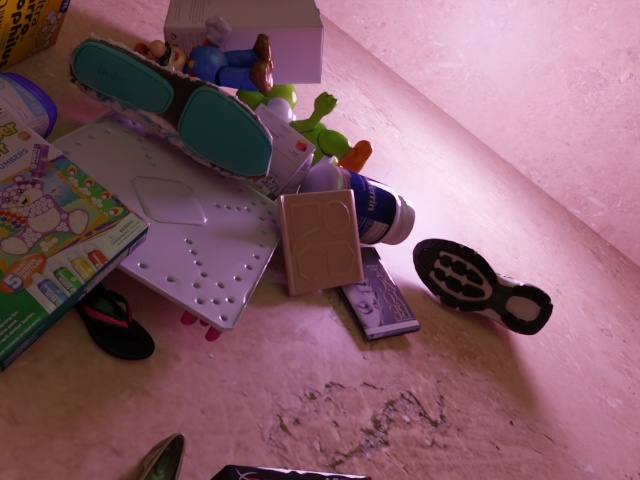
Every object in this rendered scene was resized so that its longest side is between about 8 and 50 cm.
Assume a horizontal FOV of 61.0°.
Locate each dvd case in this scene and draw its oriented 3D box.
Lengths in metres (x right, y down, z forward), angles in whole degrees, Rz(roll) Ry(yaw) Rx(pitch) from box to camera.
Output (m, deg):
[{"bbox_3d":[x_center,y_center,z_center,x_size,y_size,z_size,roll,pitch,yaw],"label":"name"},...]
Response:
[{"bbox_3d":[0.107,0.107,1.161,0.164,0.018,0.221,-1,54,-42],"label":"dvd case"}]

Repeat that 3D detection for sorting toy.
[{"bbox_3d":[0.000,0.000,1.080,0.208,0.038,0.193,-9,93,-42],"label":"sorting toy"}]

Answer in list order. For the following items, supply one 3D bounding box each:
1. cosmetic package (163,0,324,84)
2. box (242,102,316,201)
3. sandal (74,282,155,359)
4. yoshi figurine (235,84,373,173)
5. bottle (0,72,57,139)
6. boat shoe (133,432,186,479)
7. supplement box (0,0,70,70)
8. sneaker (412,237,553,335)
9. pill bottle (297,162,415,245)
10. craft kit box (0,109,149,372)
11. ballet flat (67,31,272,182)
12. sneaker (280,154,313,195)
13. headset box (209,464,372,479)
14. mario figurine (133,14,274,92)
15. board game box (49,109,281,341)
[{"bbox_3d":[-0.183,-0.492,1.335,0.365,0.155,0.197,-1,42,-6],"label":"cosmetic package"},{"bbox_3d":[-0.122,-0.164,1.121,0.145,0.186,0.038,38,4,-3],"label":"box"},{"bbox_3d":[-0.294,0.092,0.741,0.179,0.040,0.067,45,30,8],"label":"sandal"},{"bbox_3d":[-0.043,-0.303,1.396,0.362,0.203,0.203,31,16,-11],"label":"yoshi figurine"},{"bbox_3d":[-0.510,-0.159,0.774,0.118,0.092,0.283,39,31,-6],"label":"bottle"},{"bbox_3d":[-0.189,0.287,0.603,0.056,0.048,0.153,34,31,-11],"label":"boat shoe"},{"bbox_3d":[-0.595,-0.416,0.908,0.195,0.194,0.356,32,32,-14],"label":"supplement box"},{"bbox_3d":[0.396,0.116,1.426,0.410,0.158,0.182,30,2,-15],"label":"sneaker"},{"bbox_3d":[0.088,-0.074,1.265,0.265,0.153,0.153,15,39,-37],"label":"pill bottle"},{"bbox_3d":[-0.392,-0.012,0.674,0.246,0.061,0.250,37,52,-1],"label":"craft kit box"},{"bbox_3d":[-0.268,-0.252,1.030,0.409,0.147,0.147,31,32,-12],"label":"ballet flat"},{"bbox_3d":[-0.151,-0.229,1.200,0.305,0.152,0.114,35,32,-6],"label":"sneaker"},{"bbox_3d":[-0.019,0.409,0.573,0.218,0.110,0.293,21,36,-31],"label":"headset box"},{"bbox_3d":[-0.268,-0.381,1.149,0.320,0.170,0.198,-4,23,4],"label":"mario figurine"},{"bbox_3d":[-0.264,-0.051,0.921,0.390,0.050,0.390,33,29,-7],"label":"board game box"}]
